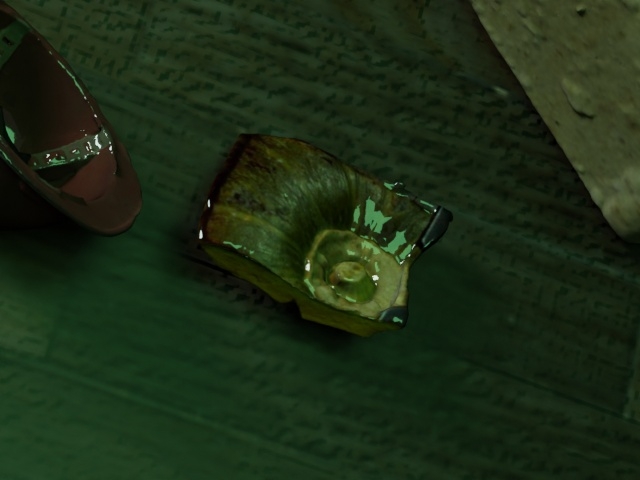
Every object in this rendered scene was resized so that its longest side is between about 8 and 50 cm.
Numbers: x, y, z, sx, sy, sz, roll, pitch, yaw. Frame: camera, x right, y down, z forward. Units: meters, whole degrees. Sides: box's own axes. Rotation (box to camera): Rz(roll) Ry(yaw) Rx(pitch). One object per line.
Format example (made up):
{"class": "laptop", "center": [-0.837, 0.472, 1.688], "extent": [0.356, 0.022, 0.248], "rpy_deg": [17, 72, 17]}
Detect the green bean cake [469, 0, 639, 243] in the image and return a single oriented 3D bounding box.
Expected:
{"class": "green bean cake", "center": [0.141, -0.095, 0.856], "extent": [0.085, 0.109, 0.179], "rpy_deg": [-32, 88, -28]}

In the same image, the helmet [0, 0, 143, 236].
{"class": "helmet", "center": [-0.125, -0.035, 0.757], "extent": [0.111, 0.057, 0.089], "rpy_deg": [53, 21, -5]}

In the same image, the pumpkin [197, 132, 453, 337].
{"class": "pumpkin", "center": [-0.001, -0.001, 0.815], "extent": [0.101, 0.035, 0.073], "rpy_deg": [26, 55, -10]}
